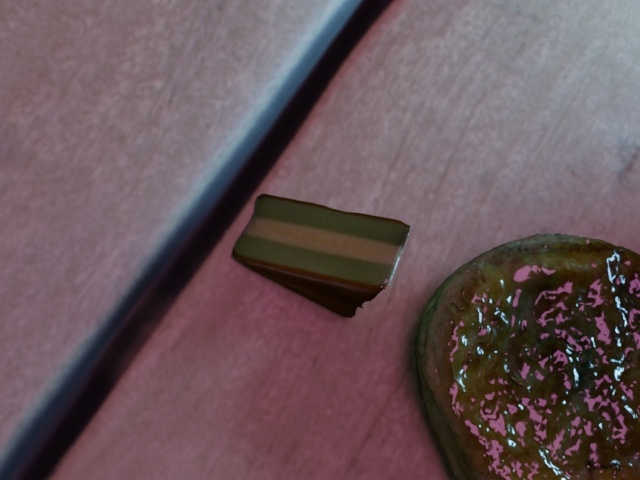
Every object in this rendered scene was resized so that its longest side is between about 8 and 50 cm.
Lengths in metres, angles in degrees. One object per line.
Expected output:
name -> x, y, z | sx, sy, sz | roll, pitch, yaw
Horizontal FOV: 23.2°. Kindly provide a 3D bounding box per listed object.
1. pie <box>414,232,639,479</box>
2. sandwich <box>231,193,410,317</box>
pie -> 0.208, 0.124, 1.315 | 0.277, 0.078, 0.277 | 7, 68, -18
sandwich -> 0.000, 0.000, 1.276 | 0.116, 0.074, 0.074 | 27, 62, -11
